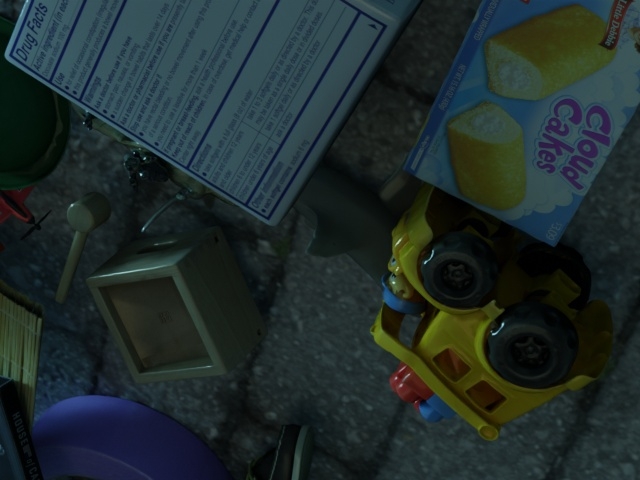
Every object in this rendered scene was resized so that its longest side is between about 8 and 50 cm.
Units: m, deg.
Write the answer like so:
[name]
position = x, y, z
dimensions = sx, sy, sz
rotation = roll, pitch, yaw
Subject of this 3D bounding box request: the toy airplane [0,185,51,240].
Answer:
[toy airplane]
position = -0.338, -0.062, 1.743
dimensions = 0.151, 0.028, 0.151
rotation = 0, 92, 5

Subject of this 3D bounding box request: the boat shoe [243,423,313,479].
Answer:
[boat shoe]
position = -0.053, 0.276, 1.877
dimensions = 0.068, 0.081, 0.228
rotation = 17, 135, 7

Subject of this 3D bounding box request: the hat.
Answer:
[hat]
position = -0.347, -0.099, 1.612
dimensions = 0.208, 0.183, 0.173
rotation = 46, 120, 3

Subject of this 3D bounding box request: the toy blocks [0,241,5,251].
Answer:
[toy blocks]
position = -0.386, -0.005, 1.830
dimensions = 0.123, 0.054, 0.148
rotation = -8, 124, 29

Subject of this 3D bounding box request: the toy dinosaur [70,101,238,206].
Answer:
[toy dinosaur]
position = -0.161, -0.089, 1.568
dimensions = 0.268, 0.118, 0.064
rotation = 31, 99, 20

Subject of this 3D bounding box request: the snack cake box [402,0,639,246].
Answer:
[snack cake box]
position = 0.190, -0.137, 1.419
dimensions = 0.152, 0.089, 0.264
rotation = 28, 134, 4

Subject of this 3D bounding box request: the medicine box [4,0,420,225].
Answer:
[medicine box]
position = -0.083, -0.205, 1.455
dimensions = 0.289, 0.149, 0.263
rotation = 33, 133, -1

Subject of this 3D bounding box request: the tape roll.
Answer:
[tape roll]
position = -0.231, 0.310, 1.986
dimensions = 0.274, 0.090, 0.275
rotation = 14, 132, 16

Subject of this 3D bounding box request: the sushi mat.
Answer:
[sushi mat]
position = -0.362, 0.154, 1.866
dimensions = 0.151, 0.019, 0.316
rotation = 34, 135, 22

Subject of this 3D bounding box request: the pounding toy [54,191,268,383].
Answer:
[pounding toy]
position = -0.178, 0.033, 1.740
dimensions = 0.181, 0.094, 0.206
rotation = -9, 113, 37

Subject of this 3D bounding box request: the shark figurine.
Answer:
[shark figurine]
position = -0.018, -0.021, 1.600
dimensions = 0.278, 0.116, 0.166
rotation = 22, 132, 5

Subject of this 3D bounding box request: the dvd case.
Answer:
[dvd case]
position = -0.401, 0.214, 1.907
dimensions = 0.238, 0.029, 0.179
rotation = 10, 122, 41

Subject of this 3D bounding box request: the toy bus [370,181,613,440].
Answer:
[toy bus]
position = 0.122, 0.071, 1.558
dimensions = 0.220, 0.149, 0.211
rotation = 43, 122, -10
